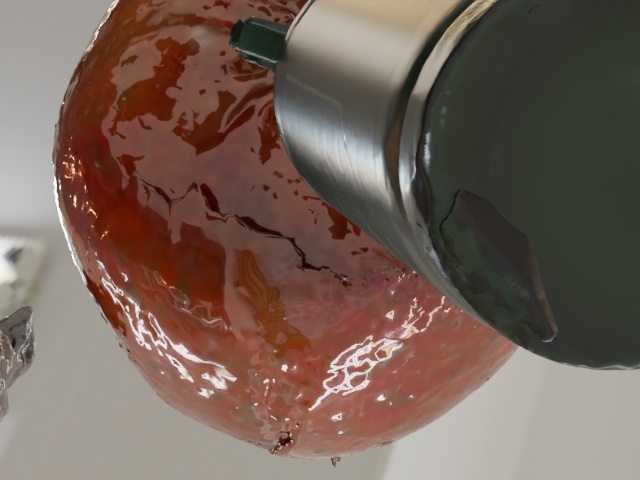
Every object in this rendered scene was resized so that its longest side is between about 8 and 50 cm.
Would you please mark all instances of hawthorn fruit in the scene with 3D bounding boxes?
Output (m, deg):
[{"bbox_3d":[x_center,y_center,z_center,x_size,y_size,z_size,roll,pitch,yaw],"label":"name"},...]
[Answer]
[{"bbox_3d":[0.000,0.000,0.900,0.276,0.307,0.276,4,-141,-3],"label":"hawthorn fruit"}]

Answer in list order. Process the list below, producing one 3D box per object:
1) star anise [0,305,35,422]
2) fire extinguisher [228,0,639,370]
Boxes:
[{"bbox_3d":[-0.269,0.130,1.105,0.212,0.073,0.197,-46,178,28],"label":"star anise"},{"bbox_3d":[0.036,-0.041,0.520,0.311,0.114,0.095,-133,-122,-78],"label":"fire extinguisher"}]
